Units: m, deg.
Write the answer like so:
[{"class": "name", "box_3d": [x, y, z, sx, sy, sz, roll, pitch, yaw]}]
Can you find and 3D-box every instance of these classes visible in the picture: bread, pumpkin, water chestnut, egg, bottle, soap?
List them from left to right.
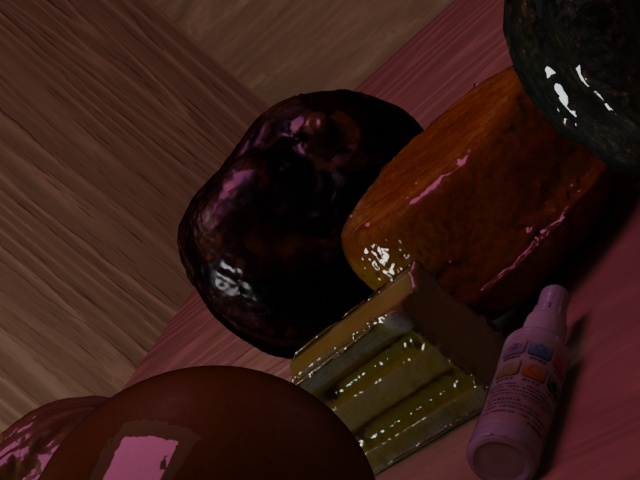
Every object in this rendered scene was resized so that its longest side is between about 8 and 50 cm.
[{"class": "egg", "box_3d": [-0.102, 0.252, 1.225, 0.351, 0.282, 0.282, -41, 12, 48]}, {"class": "water chestnut", "box_3d": [0.000, 0.000, 1.826, 0.335, 0.335, 0.347, -53, -20, -20]}, {"class": "soap", "box_3d": [0.066, 0.127, 1.409, 0.233, 0.135, 0.076, -40, 13, 48]}, {"class": "bread", "box_3d": [0.157, -0.032, 1.498, 0.312, 0.172, 0.312, -45, 9, 9]}, {"class": "bottle", "box_3d": [0.172, 0.109, 1.223, 0.060, 0.060, 0.217, -42, 12, 40]}, {"class": "pumpkin", "box_3d": [0.307, -0.211, 1.278, 0.291, 0.257, 0.327, -35, 21, 34]}]

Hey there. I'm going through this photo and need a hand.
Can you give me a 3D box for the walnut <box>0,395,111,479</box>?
[{"class": "walnut", "box_3d": [-0.290, 0.344, 1.756, 0.333, 0.333, 0.333, -48, 10, 11]}]
